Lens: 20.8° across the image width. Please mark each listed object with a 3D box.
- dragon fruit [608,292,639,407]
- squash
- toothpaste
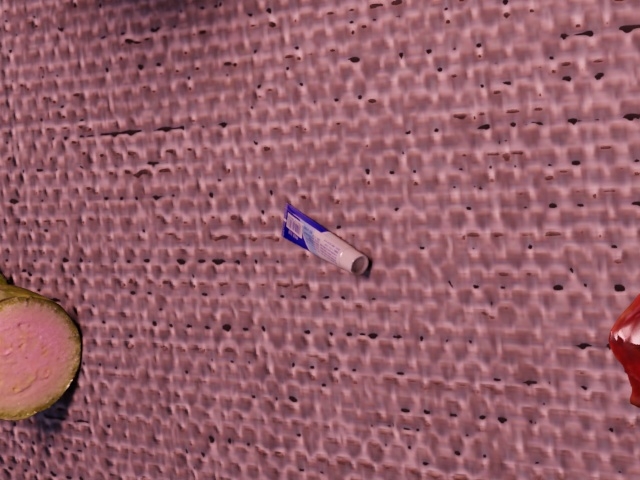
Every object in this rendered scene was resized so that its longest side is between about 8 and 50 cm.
[{"bbox_3d":[0.305,0.039,0.689,0.317,0.152,0.205,-8,130,43],"label":"dragon fruit"},{"bbox_3d":[-0.259,0.067,1.358,0.132,0.105,0.105,37,123,52],"label":"squash"},{"bbox_3d":[0.000,0.000,1.112,0.083,0.015,0.024,30,119,47],"label":"toothpaste"}]
